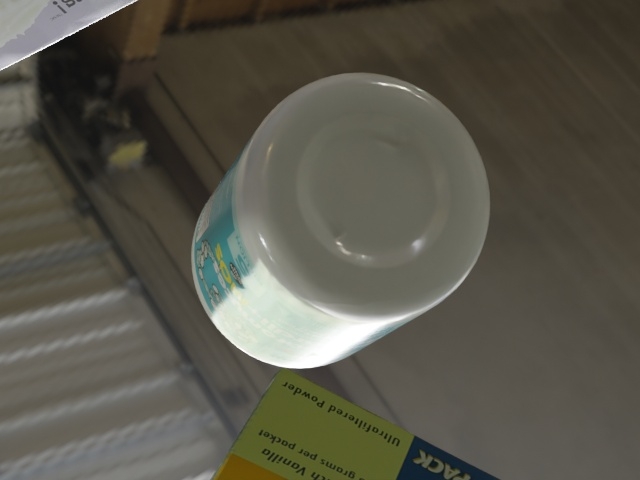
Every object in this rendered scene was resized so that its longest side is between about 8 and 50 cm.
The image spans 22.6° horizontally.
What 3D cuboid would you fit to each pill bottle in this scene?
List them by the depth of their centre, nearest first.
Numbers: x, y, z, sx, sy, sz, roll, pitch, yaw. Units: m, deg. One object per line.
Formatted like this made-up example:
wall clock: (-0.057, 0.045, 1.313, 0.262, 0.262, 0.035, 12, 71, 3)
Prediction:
pill bottle: (0.000, 0.000, 1.009, 0.146, 0.146, 0.264, -26, -6, -17)

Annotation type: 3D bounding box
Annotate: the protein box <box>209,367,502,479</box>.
protein box: (-0.016, 0.184, 0.425, 0.201, 0.136, 0.200, -65, -4, 29)

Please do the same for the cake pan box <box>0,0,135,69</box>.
cake pan box: (-0.190, -0.211, 0.882, 0.266, 0.070, 0.246, -23, -36, 18)
